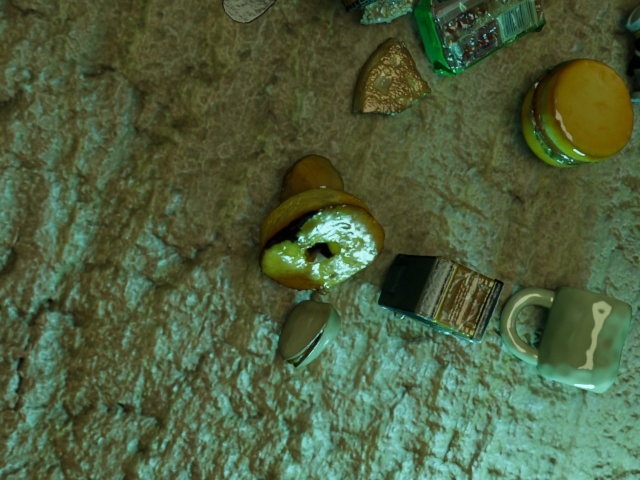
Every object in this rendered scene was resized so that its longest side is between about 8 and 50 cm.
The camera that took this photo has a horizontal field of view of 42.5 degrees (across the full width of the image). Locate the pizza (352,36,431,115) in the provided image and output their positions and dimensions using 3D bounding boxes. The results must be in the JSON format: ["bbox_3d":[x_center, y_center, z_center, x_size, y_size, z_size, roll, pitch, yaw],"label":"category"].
[{"bbox_3d":[0.158,-0.335,1.743,0.161,0.062,0.182,14,83,-8],"label":"pizza"}]

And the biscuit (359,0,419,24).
[{"bbox_3d":[0.158,-0.584,1.722,0.179,0.084,0.281,6,95,-18],"label":"biscuit"}]

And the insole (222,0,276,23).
[{"bbox_3d":[-0.090,-0.586,1.697,0.111,0.007,0.327,39,82,-13],"label":"insole"}]

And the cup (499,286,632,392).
[{"bbox_3d":[0.536,0.206,1.789,0.255,0.173,0.202,18,85,-15],"label":"cup"}]

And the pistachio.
[{"bbox_3d":[-0.024,0.189,1.677,0.113,0.113,0.149,29,89,-13],"label":"pistachio"}]

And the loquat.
[{"bbox_3d":[-0.020,-0.107,1.675,0.137,0.113,0.137,-1,87,16],"label":"loquat"}]

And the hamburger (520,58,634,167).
[{"bbox_3d":[0.546,-0.269,1.785,0.246,0.170,0.246,3,82,-24],"label":"hamburger"}]

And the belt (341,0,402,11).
[{"bbox_3d":[0.150,-0.546,1.577,0.295,0.207,0.160,-33,101,-25],"label":"belt"}]

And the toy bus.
[{"bbox_3d":[0.232,0.110,1.658,0.167,0.275,0.138,24,85,-11],"label":"toy bus"}]

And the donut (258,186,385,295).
[{"bbox_3d":[-0.002,0.002,1.622,0.254,0.253,0.118,2,51,-15],"label":"donut"}]

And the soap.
[{"bbox_3d":[0.347,-0.477,1.744,0.273,0.098,0.217,-32,121,-11],"label":"soap"}]

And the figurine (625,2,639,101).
[{"bbox_3d":[0.770,-0.430,1.841,0.133,0.176,0.236,-2,97,-42],"label":"figurine"}]
